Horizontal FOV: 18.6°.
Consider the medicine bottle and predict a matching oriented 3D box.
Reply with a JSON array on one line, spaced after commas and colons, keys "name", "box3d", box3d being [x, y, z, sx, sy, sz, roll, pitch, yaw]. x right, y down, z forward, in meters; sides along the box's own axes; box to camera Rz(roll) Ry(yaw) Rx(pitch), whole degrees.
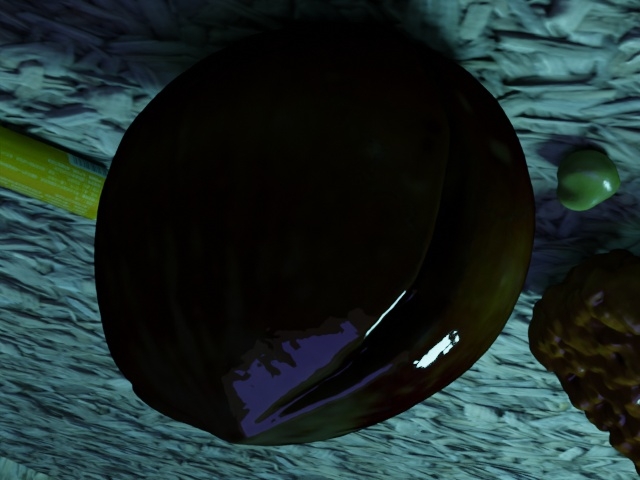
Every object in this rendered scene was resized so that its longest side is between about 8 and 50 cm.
[{"name": "medicine bottle", "box3d": [-0.330, -0.085, 2.151, 0.218, 0.074, 0.074, 22, 157, -32]}]

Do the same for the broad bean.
[{"name": "broad bean", "box3d": [0.266, -0.061, 1.951, 0.063, 0.045, 0.083, 23, 151, 0]}]

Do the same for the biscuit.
[{"name": "biscuit", "box3d": [0.374, 0.156, 2.183, 0.312, 0.110, 0.318, 49, 160, 5]}]

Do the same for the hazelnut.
[{"name": "hazelnut", "box3d": [0.000, 0.000, 1.821, 0.429, 0.402, 0.402, -12, 150, 36]}]
